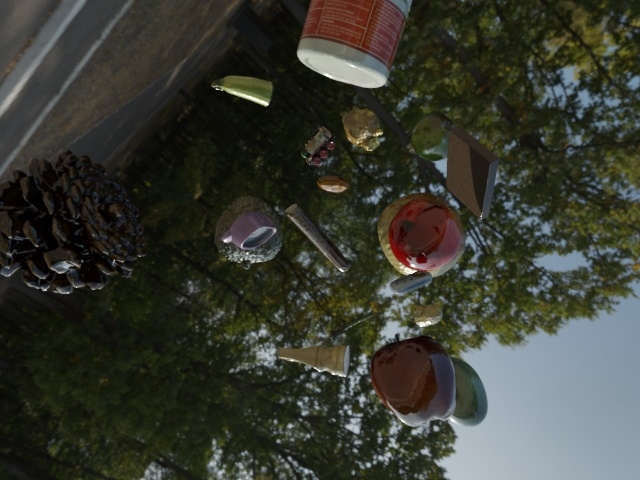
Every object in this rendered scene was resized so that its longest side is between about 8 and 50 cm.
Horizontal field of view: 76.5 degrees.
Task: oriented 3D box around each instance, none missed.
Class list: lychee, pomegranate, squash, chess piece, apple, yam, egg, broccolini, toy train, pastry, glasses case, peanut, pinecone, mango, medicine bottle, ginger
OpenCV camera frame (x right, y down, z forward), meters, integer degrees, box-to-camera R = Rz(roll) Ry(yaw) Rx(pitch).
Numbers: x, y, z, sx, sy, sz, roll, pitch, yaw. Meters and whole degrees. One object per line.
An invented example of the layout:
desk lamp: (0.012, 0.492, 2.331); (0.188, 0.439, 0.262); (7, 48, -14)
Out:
lychee: (-0.269, -0.029, 1.529); (0.255, 0.255, 0.274); (-8, -97, 55)
pomegranate: (0.305, -0.022, 1.161); (0.235, 0.210, 0.210); (-46, -158, -22)
squash: (-0.295, -0.567, 1.519); (0.094, 0.224, 0.094); (-178, -90, -65)
chess piece: (-0.019, 0.340, 1.183); (0.200, 0.090, 0.090); (2, -135, 14)
apple: (0.235, 0.346, 1.027); (0.234, 0.234, 0.234); (-38, -153, 23)
yam: (0.000, 0.000, 1.131); (0.046, 0.264, 0.046); (-32, -150, 21)
egg: (0.468, 0.509, 1.380); (0.169, 0.169, 0.236); (-36, -126, 25)
broccolini: (0.120, 0.322, 1.553); (0.218, 0.042, 0.044); (-36, -142, 22)
toy train: (-0.010, -0.326, 1.412); (0.138, 0.087, 0.050); (-45, -153, 22)
pastry: (0.442, -0.031, 1.739); (0.312, 0.388, 0.388); (-37, -155, 49)
glasses case: (0.351, 0.160, 1.573); (0.178, 0.045, 0.067); (-18, -156, -20)
peanut: (0.485, 0.334, 1.833); (0.214, 0.090, 0.098); (124, -47, -69)
pomegranate: (0.409, -0.379, 1.534); (0.210, 0.180, 0.180); (-22, -145, 54)
pinecone: (-0.693, -0.034, 1.118); (0.398, 0.398, 0.398); (-38, -153, 23)
mango: (0.049, -0.224, 1.592); (0.077, 0.127, 0.063); (105, -9, -70)
medicine bottle: (0.088, -0.556, 1.061); (0.252, 0.252, 0.241); (-136, -118, -65)
ginger: (0.157, -0.414, 1.508); (0.102, 0.157, 0.216); (-21, -150, -25)

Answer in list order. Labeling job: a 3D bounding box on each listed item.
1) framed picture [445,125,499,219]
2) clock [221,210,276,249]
framed picture: (0.316, -0.141, 0.862); (0.023, 0.168, 0.128); (-27, -129, -7)
clock: (-0.179, -0.018, 1.039); (0.110, 0.050, 0.153); (-42, 170, 9)
